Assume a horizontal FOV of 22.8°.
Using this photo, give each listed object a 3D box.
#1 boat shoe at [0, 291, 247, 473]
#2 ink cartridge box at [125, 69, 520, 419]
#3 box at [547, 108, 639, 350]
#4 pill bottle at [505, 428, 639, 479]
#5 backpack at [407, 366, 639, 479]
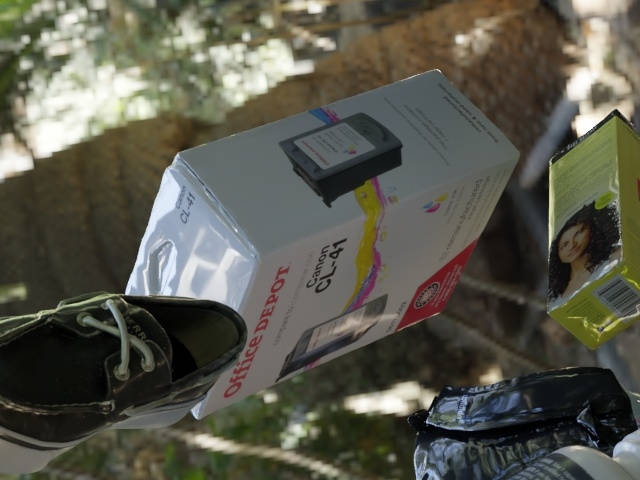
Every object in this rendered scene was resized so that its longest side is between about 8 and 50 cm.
[{"bbox_3d":[-0.112,0.057,0.791,0.078,0.070,0.219,56,-157,13],"label":"boat shoe"},{"bbox_3d":[0.000,0.000,1.395,0.131,0.306,0.226,47,139,24],"label":"ink cartridge box"},{"bbox_3d":[0.243,-0.014,1.358,0.058,0.087,0.232,40,-150,-18],"label":"box"},{"bbox_3d":[0.119,0.165,0.788,0.108,0.180,0.108,56,165,23],"label":"pill bottle"},{"bbox_3d":[0.153,0.156,1.031,0.182,0.115,0.152,-30,52,35],"label":"backpack"}]
